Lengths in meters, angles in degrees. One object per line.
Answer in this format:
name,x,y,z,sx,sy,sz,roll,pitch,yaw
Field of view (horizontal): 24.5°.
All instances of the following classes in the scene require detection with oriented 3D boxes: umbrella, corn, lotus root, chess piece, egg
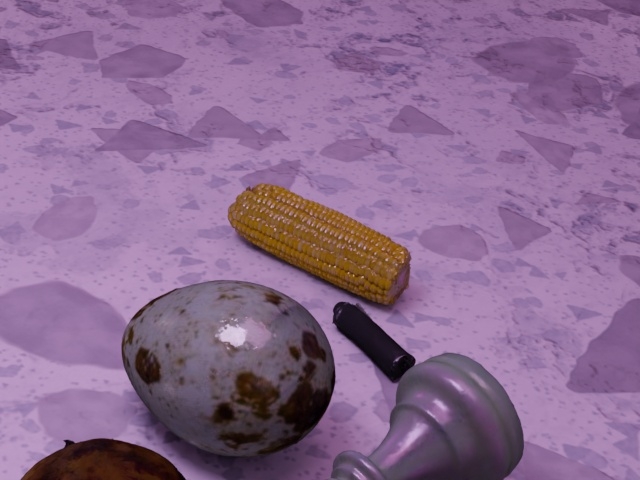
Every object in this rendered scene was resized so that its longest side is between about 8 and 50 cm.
umbrella,0.055,0.109,1.623,0.036,0.031,0.133,-10,33,-31
corn,0.000,0.000,1.748,0.248,0.081,0.081,25,34,28
lotus root,-0.175,0.262,1.188,0.169,0.141,0.314,-2,32,-9
chess piece,0.053,0.220,1.356,0.271,0.139,0.139,-29,45,-33
egg,-0.094,0.120,1.430,0.231,0.169,0.169,15,29,29
